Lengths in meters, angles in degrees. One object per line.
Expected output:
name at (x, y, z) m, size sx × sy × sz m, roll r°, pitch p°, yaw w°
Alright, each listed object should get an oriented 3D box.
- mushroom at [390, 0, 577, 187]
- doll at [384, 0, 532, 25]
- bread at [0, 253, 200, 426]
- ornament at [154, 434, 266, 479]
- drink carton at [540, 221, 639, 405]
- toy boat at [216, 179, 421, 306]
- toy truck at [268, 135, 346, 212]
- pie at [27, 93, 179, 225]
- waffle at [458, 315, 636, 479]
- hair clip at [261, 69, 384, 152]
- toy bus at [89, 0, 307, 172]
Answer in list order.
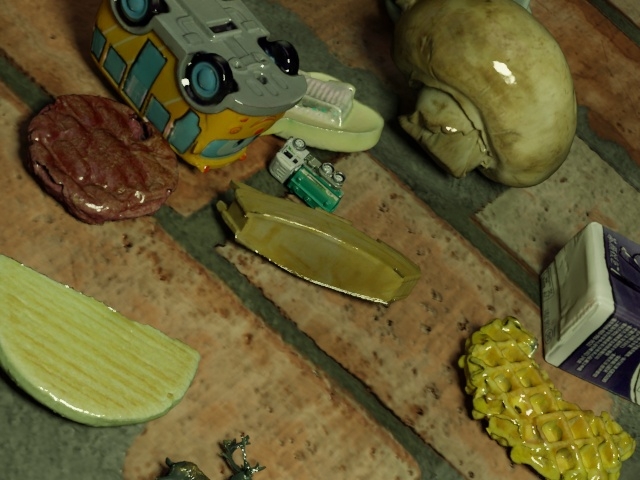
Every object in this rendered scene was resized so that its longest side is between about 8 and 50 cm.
mushroom at (0.170, -0.170, 1.615) m, size 0.255 × 0.184 × 0.255 m, roll 43°, pitch 6°, yaw -5°
doll at (0.175, -0.319, 1.839) m, size 0.195 × 0.153 × 0.258 m, roll 11°, pitch 23°, yaw -4°
bread at (-0.191, 0.097, 1.164) m, size 0.193 × 0.036 × 0.112 m, roll 27°, pitch 42°, yaw -18°
ornament at (-0.088, 0.188, 1.152) m, size 0.073 × 0.028 × 0.125 m, roll 37°, pitch 38°, yaw 0°
drink carton at (0.348, 0.094, 1.544) m, size 0.222 × 0.102 × 0.134 m, roll 25°, pitch 36°, yaw -15°
toy boat at (0.000, 0.000, 1.400) m, size 0.206 × 0.064 × 0.072 m, roll 26°, pitch 23°, yaw -14°
toy truck at (-0.013, -0.062, 1.475) m, size 0.083 × 0.039 × 0.044 m, roll 41°, pitch 51°, yaw 4°
pie at (-0.199, -0.073, 1.340) m, size 0.153 × 0.038 × 0.153 m, roll 19°, pitch 42°, yaw -18°
waffle at (0.215, 0.156, 1.410) m, size 0.194 × 0.051 × 0.149 m, roll 39°, pitch 38°, yaw 4°
hair clip at (-0.038, -0.152, 1.526) m, size 0.218 × 0.071 × 0.159 m, roll 29°, pitch 38°, yaw -1°
toy bus at (-0.125, -0.167, 1.415) m, size 0.209 × 0.136 × 0.126 m, roll 48°, pitch 36°, yaw 14°
